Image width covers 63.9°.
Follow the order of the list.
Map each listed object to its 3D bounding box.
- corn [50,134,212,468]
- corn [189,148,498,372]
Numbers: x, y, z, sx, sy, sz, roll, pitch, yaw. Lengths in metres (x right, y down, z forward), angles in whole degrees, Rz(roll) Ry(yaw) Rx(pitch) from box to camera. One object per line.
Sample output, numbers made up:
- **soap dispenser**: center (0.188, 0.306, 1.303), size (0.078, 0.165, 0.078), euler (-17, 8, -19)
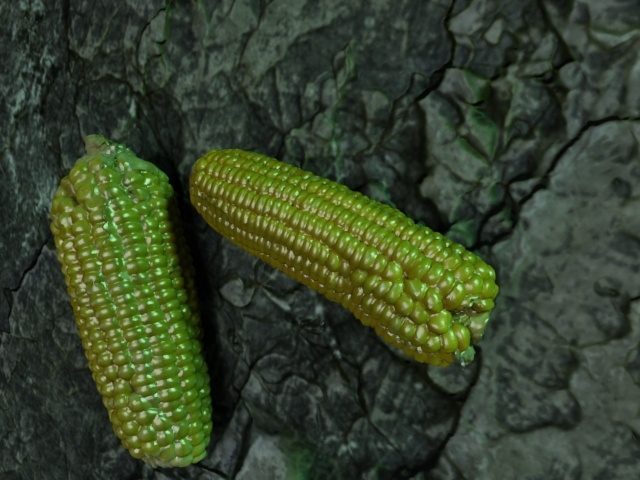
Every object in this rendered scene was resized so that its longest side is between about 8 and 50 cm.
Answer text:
- **corn**: center (-0.190, 0.062, 0.532), size (0.130, 0.130, 0.347), euler (-11, 91, 27)
- **corn**: center (0.002, -0.004, 0.446), size (0.313, 0.102, 0.102), euler (29, 108, 20)
